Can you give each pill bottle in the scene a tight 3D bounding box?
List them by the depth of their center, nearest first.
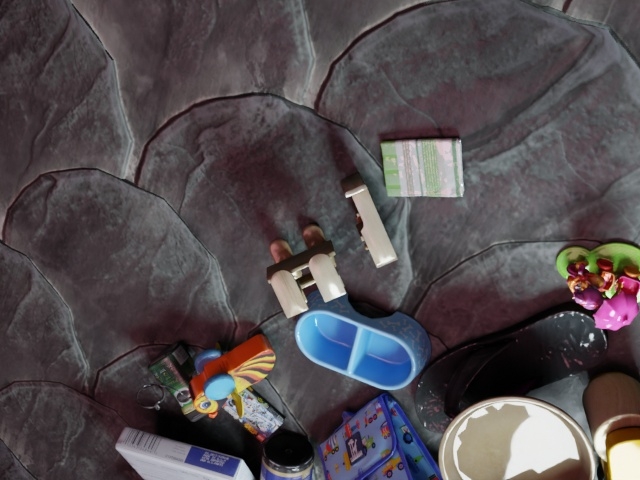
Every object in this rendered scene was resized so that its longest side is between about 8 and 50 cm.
[{"bbox_3d":[-0.082,0.575,1.859,0.122,0.123,0.219,14,119,16],"label":"pill bottle"}]

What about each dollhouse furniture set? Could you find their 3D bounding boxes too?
[{"bbox_3d":[0.000,0.000,1.505,0.242,0.212,0.161,-24,107,3],"label":"dollhouse furniture set"}]

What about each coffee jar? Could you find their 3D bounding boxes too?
[{"bbox_3d":[-0.319,0.338,1.871,0.096,0.079,0.184,-32,99,24],"label":"coffee jar"}]

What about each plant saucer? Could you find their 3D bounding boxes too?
[{"bbox_3d":[0.356,0.399,1.442,0.277,0.041,0.278,4,109,12],"label":"plant saucer"}]

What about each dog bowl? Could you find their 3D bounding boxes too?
[{"bbox_3d":[0.081,0.211,1.645,0.297,0.074,0.166,20,120,13],"label":"dog bowl"}]

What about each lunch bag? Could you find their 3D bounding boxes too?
[{"bbox_3d":[0.122,0.489,1.686,0.221,0.138,0.293,-48,49,26],"label":"lunch bag"}]

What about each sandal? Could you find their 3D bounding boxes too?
[{"bbox_3d":[0.345,0.265,1.539,0.167,0.107,0.445,48,123,-4],"label":"sandal"}]

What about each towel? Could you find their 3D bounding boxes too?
[{"bbox_3d":[0.191,-0.136,1.467,0.152,0.023,0.113,2,112,24],"label":"towel"}]

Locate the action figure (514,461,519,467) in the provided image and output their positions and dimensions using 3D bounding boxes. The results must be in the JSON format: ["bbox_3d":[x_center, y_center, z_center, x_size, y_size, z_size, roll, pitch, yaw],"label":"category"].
[{"bbox_3d":[0.419,0.445,1.533,0.164,0.141,0.276,-23,128,28],"label":"action figure"}]

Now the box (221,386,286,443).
[{"bbox_3d":[-0.161,0.406,1.868,0.137,0.027,0.094,41,121,0],"label":"box"}]

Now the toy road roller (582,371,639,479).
[{"bbox_3d":[0.629,0.402,1.440,0.240,0.202,0.330,-13,112,13],"label":"toy road roller"}]

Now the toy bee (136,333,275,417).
[{"bbox_3d":[-0.237,0.319,1.777,0.298,0.195,0.162,-8,138,8],"label":"toy bee"}]

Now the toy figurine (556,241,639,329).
[{"bbox_3d":[0.487,0.086,1.363,0.173,0.159,0.130,18,119,15],"label":"toy figurine"}]

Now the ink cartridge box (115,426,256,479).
[{"bbox_3d":[-0.306,0.592,1.965,0.324,0.071,0.330,9,146,18],"label":"ink cartridge box"}]
